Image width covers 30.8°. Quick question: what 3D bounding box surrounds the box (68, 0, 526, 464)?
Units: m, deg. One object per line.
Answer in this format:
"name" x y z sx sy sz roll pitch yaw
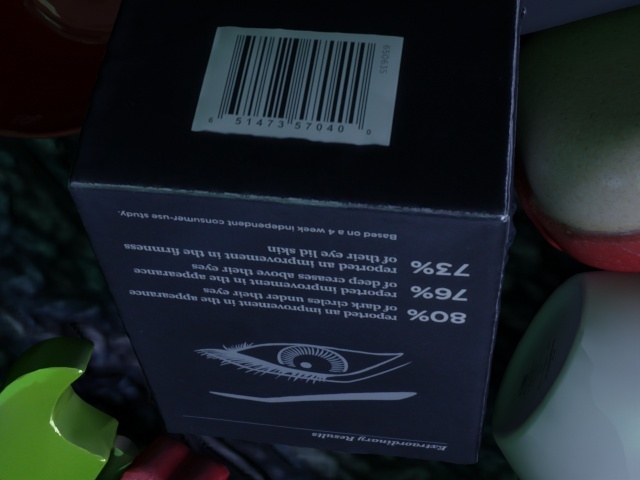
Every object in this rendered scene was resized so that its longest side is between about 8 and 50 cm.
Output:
"box" 0.000 0.000 0.489 0.153 0.207 0.108 5 57 6

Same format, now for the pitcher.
"pitcher" 0.179 0.114 0.495 0.207 0.177 0.125 28 132 -3

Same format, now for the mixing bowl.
"mixing bowl" -0.121 -0.141 0.545 0.182 0.098 0.181 1 99 9

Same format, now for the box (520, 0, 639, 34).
"box" 0.157 -0.203 0.451 0.261 0.103 0.184 -12 64 12

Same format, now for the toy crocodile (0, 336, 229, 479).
"toy crocodile" -0.032 0.181 0.578 0.340 0.115 0.105 39 104 1

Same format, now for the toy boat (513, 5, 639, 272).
"toy boat" 0.204 -0.043 0.505 0.231 0.151 0.151 -21 126 13
